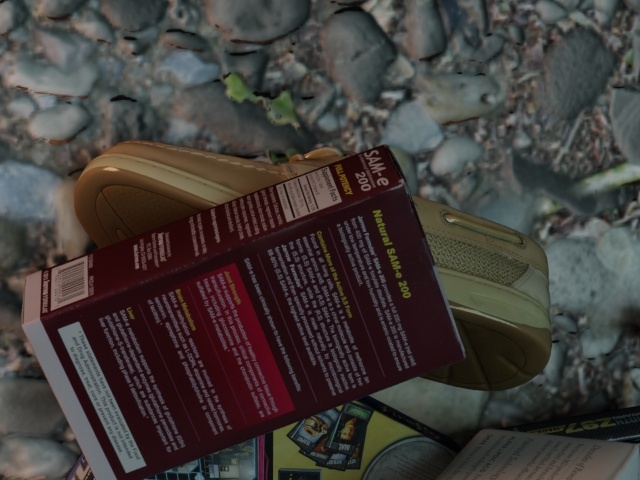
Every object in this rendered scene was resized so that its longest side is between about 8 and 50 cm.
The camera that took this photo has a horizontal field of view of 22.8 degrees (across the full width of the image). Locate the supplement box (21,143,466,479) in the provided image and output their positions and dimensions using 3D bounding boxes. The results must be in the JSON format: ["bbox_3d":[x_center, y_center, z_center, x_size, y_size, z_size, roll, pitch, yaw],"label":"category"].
[{"bbox_3d":[-0.046,0.047,0.968,0.239,0.073,0.130,-20,115,1],"label":"supplement box"}]

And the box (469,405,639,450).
[{"bbox_3d":[0.213,0.242,1.180,0.183,0.059,0.232,-8,107,-4],"label":"box"}]

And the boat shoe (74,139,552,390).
[{"bbox_3d":[0.000,0.000,1.080,0.341,0.121,0.110,22,53,-17],"label":"boat shoe"}]

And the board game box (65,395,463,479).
[{"bbox_3d":[-0.036,0.164,1.095,0.243,0.042,0.165,30,94,-24],"label":"board game box"}]

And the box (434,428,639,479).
[{"bbox_3d":[0.132,0.243,1.032,0.182,0.119,0.180,-35,122,-55],"label":"box"}]
